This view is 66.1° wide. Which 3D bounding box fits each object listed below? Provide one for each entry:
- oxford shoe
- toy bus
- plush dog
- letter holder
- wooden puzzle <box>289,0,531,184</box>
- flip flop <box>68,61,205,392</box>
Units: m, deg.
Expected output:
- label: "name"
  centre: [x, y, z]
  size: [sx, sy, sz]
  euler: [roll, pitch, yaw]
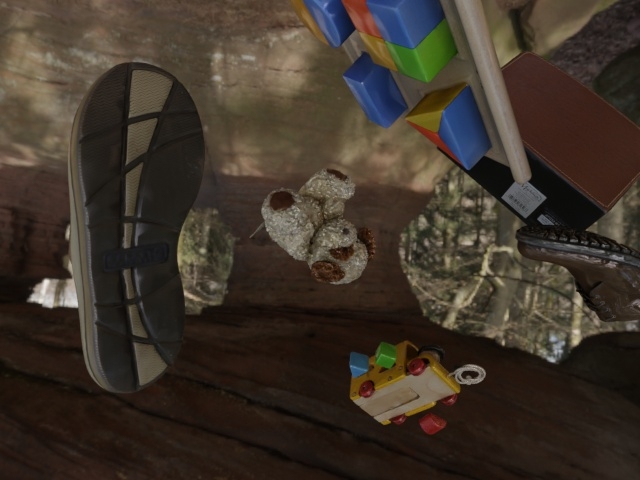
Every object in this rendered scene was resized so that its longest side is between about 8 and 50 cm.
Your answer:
- label: "oxford shoe"
  centre: [0.319, 0.046, 0.548]
  size: [0.227, 0.096, 0.083]
  euler: [19, -163, 0]
- label: "toy bus"
  centre: [0.147, 0.221, 0.820]
  size: [0.202, 0.104, 0.191]
  euler: [7, 127, 4]
- label: "plush dog"
  centre: [0.000, 0.000, 1.045]
  size: [0.262, 0.225, 0.210]
  euler: [-32, 162, -48]
- label: "letter holder"
  centre: [0.413, -0.174, 0.906]
  size: [0.302, 0.214, 0.152]
  euler: [45, 158, 15]
- label: "wooden puzzle"
  centre: [0.085, -0.224, 0.605]
  size: [0.322, 0.080, 0.348]
  euler: [45, -178, -46]
- label: "flip flop"
  centre: [-0.166, -0.011, 0.422]
  size: [0.080, 0.277, 0.112]
  euler: [11, -169, 41]
